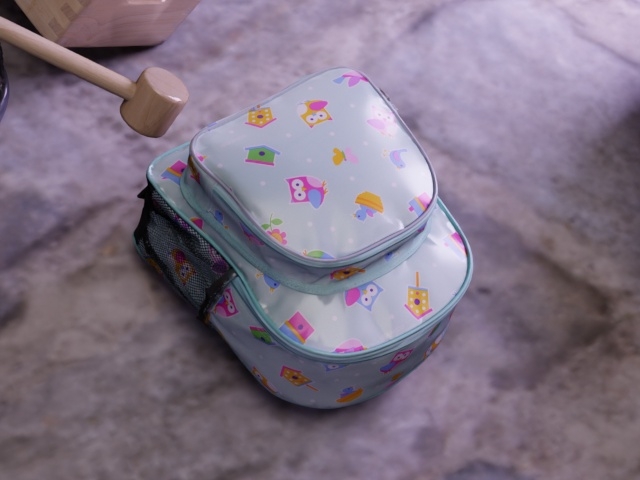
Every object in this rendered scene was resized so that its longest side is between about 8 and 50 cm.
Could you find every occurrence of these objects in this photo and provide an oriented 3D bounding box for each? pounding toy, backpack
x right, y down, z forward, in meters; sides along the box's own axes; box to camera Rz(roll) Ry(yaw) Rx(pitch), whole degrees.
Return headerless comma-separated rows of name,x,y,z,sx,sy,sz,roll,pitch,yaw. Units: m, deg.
pounding toy,-0.134,-0.169,1.201,0.206,0.094,0.181,51,27,15
backpack,0.000,0.000,1.169,0.166,0.144,0.188,-29,75,-29

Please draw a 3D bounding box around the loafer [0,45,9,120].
loafer,-0.294,-0.032,1.147,0.109,0.095,0.302,32,61,5
